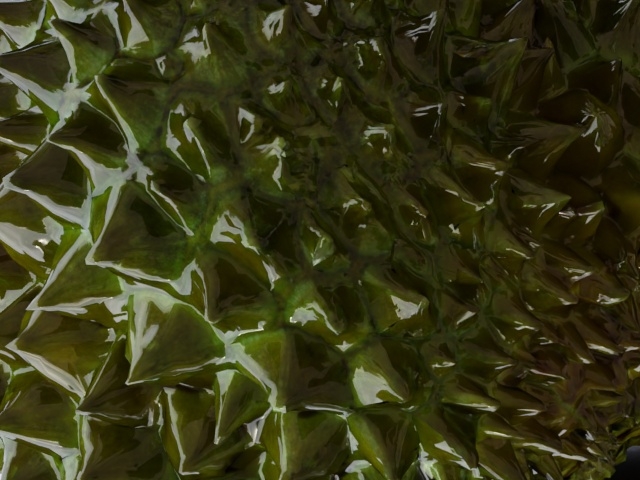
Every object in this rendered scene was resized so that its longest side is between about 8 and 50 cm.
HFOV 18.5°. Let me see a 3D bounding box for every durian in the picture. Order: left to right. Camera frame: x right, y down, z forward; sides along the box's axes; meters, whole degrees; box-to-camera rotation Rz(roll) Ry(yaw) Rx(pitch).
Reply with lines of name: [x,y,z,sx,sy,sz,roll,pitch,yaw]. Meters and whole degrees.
durian: [-0.001,0.003,0.585,0.291,0.291,0.225,16,-104,-27]

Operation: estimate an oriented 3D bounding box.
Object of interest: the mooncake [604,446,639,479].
mooncake: [0.145,0.192,0.699,0.283,0.283,0.141,53,-160,0]
